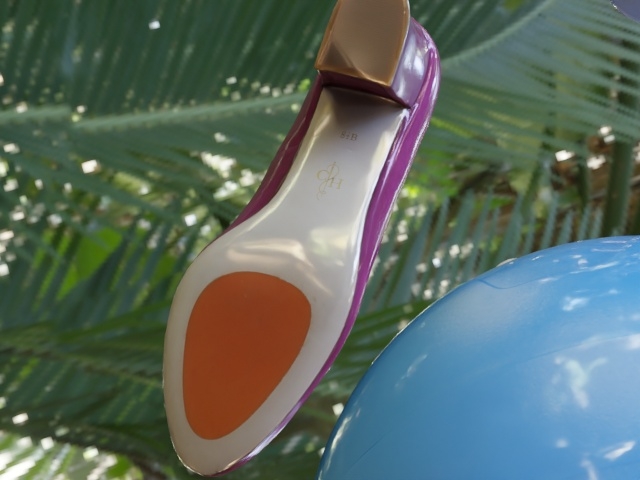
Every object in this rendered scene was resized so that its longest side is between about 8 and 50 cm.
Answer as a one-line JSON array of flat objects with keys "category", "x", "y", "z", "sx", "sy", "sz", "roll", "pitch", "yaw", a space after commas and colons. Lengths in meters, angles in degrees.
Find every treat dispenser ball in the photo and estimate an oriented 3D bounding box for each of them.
[{"category": "treat dispenser ball", "x": 0.136, "y": 0.141, "z": 0.508, "sx": 0.288, "sy": 0.288, "sz": 0.288, "roll": 51, "pitch": -29, "yaw": 43}]

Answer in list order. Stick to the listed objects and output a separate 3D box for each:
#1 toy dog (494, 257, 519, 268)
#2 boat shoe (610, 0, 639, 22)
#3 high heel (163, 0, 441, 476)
[{"category": "toy dog", "x": 0.356, "y": 0.126, "z": 1.436, "sx": 0.220, "sy": 0.334, "sz": 0.160, "roll": -96, "pitch": -163, "yaw": -80}, {"category": "boat shoe", "x": 0.214, "y": -0.155, "z": 0.475, "sx": 0.219, "sy": 0.070, "sz": 0.078, "roll": -13, "pitch": -50, "yaw": 39}, {"category": "high heel", "x": 0.000, "y": 0.000, "z": 0.909, "sx": 0.127, "sy": 0.377, "sz": 0.181, "roll": 25, "pitch": -4, "yaw": 13}]
